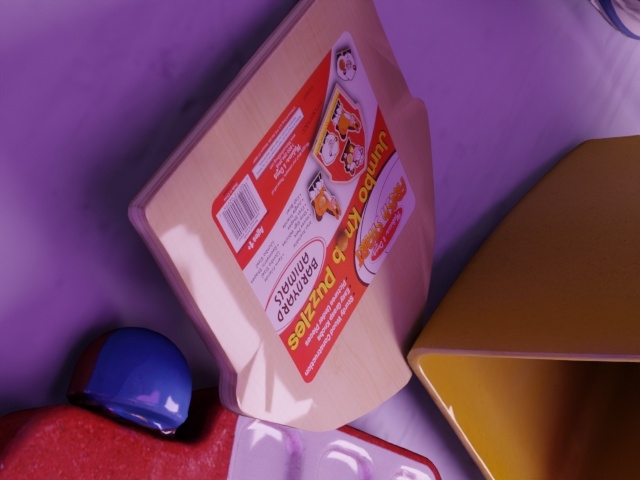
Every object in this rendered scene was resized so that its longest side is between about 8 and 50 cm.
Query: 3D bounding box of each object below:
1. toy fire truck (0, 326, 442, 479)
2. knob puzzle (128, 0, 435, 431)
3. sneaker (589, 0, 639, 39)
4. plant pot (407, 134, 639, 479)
[{"bbox_3d":[-0.059,0.178,0.414,0.302,0.169,0.254,31,57,-40],"label":"toy fire truck"},{"bbox_3d":[0.000,0.000,0.457,0.213,0.030,0.213,-8,100,-55],"label":"knob puzzle"},{"bbox_3d":[0.209,-0.163,0.493,0.315,0.182,0.127,1,104,-40],"label":"sneaker"},{"bbox_3d":[0.205,0.053,0.546,0.212,0.212,0.187,56,45,-36],"label":"plant pot"}]
